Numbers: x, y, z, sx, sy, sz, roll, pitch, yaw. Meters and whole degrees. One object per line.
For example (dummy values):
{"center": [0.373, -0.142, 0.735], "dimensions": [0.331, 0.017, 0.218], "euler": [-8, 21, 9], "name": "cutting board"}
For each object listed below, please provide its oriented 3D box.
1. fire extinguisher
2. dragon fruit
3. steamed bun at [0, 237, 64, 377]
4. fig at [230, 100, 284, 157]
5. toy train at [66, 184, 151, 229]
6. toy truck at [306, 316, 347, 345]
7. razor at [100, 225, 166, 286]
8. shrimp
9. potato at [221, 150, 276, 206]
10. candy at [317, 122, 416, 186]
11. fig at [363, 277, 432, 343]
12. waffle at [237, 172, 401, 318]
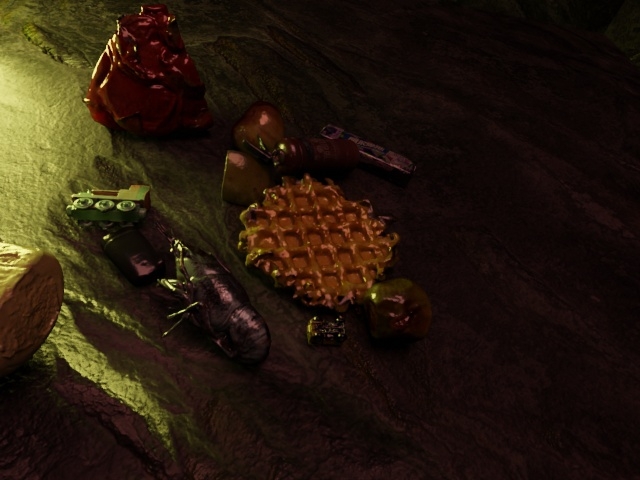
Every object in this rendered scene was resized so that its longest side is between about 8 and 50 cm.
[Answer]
{"center": [-0.053, -0.241, 1.351], "dimensions": [0.344, 0.102, 0.138], "euler": [-9, 58, -42], "name": "fire extinguisher"}
{"center": [-0.449, -0.421, 1.314], "dimensions": [0.286, 0.329, 0.228], "euler": [-28, 67, -36], "name": "dragon fruit"}
{"center": [-0.599, 0.123, 0.875], "dimensions": [0.232, 0.166, 0.273], "euler": [3, 41, 3], "name": "steamed bun"}
{"center": [-0.144, -0.284, 1.399], "dimensions": [0.231, 0.143, 0.160], "euler": [43, 82, 14], "name": "fig"}
{"center": [-0.493, -0.081, 1.159], "dimensions": [0.176, 0.074, 0.118], "euler": [2, 38, -8], "name": "toy train"}
{"center": [0.011, 0.197, 1.053], "dimensions": [0.083, 0.054, 0.049], "euler": [5, 47, -12], "name": "toy truck"}
{"center": [-0.409, 0.033, 1.083], "dimensions": [0.090, 0.054, 0.148], "euler": [-31, 62, -32], "name": "razor"}
{"center": [-0.248, 0.111, 0.993], "dimensions": [0.372, 0.137, 0.172], "euler": [38, 33, 17], "name": "shrimp"}
{"center": [-0.179, -0.157, 1.279], "dimensions": [0.149, 0.120, 0.081], "euler": [3, 47, -13], "name": "potato"}
{"center": [0.140, -0.264, 1.514], "dimensions": [0.312, 0.061, 0.088], "euler": [25, 44, 7], "name": "candy"}
{"center": [0.173, 0.151, 1.089], "dimensions": [0.154, 0.144, 0.166], "euler": [22, 31, 18], "name": "fig"}
{"center": [0.000, 0.000, 1.210], "dimensions": [0.382, 0.095, 0.379], "euler": [31, 48, 9], "name": "waffle"}
